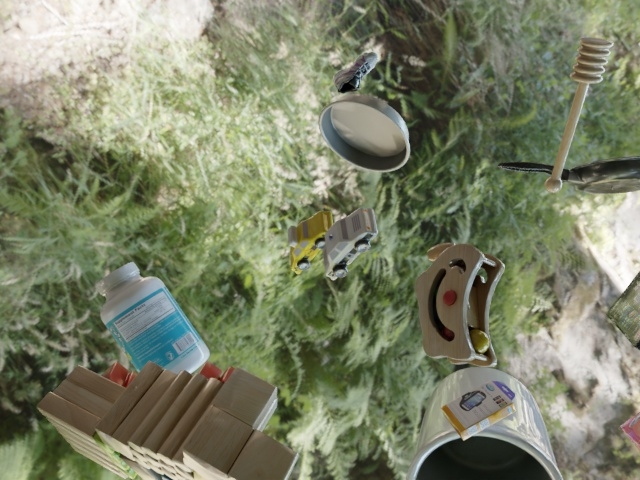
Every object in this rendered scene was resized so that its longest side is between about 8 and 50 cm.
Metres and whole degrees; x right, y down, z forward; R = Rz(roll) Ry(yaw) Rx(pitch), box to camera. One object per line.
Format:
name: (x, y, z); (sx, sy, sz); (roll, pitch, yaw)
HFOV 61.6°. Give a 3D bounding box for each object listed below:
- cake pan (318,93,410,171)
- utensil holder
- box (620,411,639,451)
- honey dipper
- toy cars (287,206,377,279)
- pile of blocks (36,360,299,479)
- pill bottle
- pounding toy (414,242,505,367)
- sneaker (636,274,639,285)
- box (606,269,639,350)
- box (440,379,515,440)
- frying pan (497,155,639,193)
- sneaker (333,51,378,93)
cake pan: (0.135, -0.320, 1.598); (0.054, 0.293, 0.293); (-62, -167, -26)
utensil holder: (0.387, 0.510, 1.279); (0.327, 0.328, 0.385); (-37, 178, 18)
box: (0.865, 0.516, 1.241); (0.154, 0.300, 0.142); (-41, -163, 8)
honey dipper: (0.259, -0.121, 0.549); (0.030, 0.030, 0.161); (-39, 140, -46)
toy cars: (0.000, 0.000, 1.327); (0.393, 0.087, 0.177); (1, -106, 64)
pile of blocks: (-0.141, 0.190, 0.559); (0.362, 0.149, 0.113); (-5, -143, 39)
pill bottle: (-0.365, 0.180, 1.144); (0.146, 0.264, 0.146); (-34, -179, 1)
pounding toy: (0.283, 0.106, 0.998); (0.154, 0.154, 0.270); (-33, -133, 41)
sneaker: (0.457, 0.063, 0.543); (0.107, 0.119, 0.279); (-30, -172, -17)
box: (0.666, 0.100, 1.039); (0.220, 0.051, 0.175); (-61, 177, 17)
box: (0.318, 0.331, 1.062); (0.136, 0.028, 0.081); (-25, -157, -6)
frying pan: (0.547, -0.136, 1.071); (0.325, 0.053, 0.197); (3, 172, -22)
sneaker: (0.072, -0.308, 1.010); (0.098, 0.038, 0.069); (-33, -138, 21)
